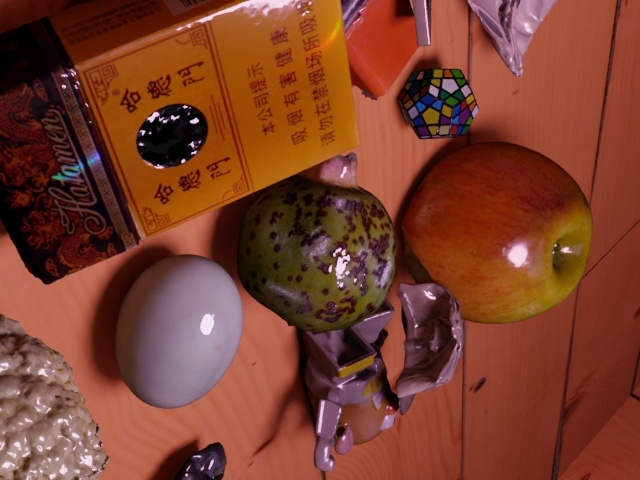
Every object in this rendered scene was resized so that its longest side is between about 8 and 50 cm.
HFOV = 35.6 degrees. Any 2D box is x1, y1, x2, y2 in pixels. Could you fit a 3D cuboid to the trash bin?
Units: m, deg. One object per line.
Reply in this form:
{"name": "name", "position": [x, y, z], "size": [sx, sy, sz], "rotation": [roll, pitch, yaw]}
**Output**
{"name": "trash bin", "position": [0.029, -0.293, 1.326], "size": [0.184, 0.161, 0.238], "rotation": [-54, 151, -6]}

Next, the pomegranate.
{"name": "pomegranate", "position": [0.000, 0.000, 1.456], "size": [0.254, 0.254, 0.270], "rotation": [5, 99, -55]}

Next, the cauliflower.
{"name": "cauliflower", "position": [-0.397, 0.236, 1.119], "size": [0.260, 0.281, 0.327], "rotation": [0, 73, -36]}

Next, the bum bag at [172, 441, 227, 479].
{"name": "bum bag", "position": [-0.216, 0.475, 1.686], "size": [0.144, 0.095, 0.340], "rotation": [-41, 150, -37]}

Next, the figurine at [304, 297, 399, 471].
{"name": "figurine", "position": [0.057, 0.250, 1.797], "size": [0.342, 0.167, 0.285], "rotation": [-36, 138, -38]}

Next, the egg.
{"name": "egg", "position": [-0.193, 0.125, 1.356], "size": [0.168, 0.168, 0.231], "rotation": [-13, 132, -48]}

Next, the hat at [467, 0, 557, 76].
{"name": "hat", "position": [0.312, -0.416, 1.683], "size": [0.226, 0.164, 0.219], "rotation": [32, 90, -19]}

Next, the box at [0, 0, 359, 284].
{"name": "box", "position": [-0.172, -0.146, 1.097], "size": [0.415, 0.116, 0.264], "rotation": [-24, 139, -13]}

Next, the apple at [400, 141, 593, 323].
{"name": "apple", "position": [0.323, -0.007, 1.822], "size": [0.339, 0.340, 0.339], "rotation": [-34, 140, -34]}

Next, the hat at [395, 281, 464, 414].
{"name": "hat", "position": [0.198, 0.195, 1.768], "size": [0.244, 0.149, 0.214], "rotation": [51, 38, -60]}

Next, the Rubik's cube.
{"name": "Rubik's cube", "position": [0.194, -0.224, 1.642], "size": [0.112, 0.133, 0.133], "rotation": [28, 93, -32]}

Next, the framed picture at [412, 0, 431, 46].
{"name": "framed picture", "position": [0.118, -0.438, 1.278], "size": [0.232, 0.024, 0.315], "rotation": [-81, 162, -54]}
